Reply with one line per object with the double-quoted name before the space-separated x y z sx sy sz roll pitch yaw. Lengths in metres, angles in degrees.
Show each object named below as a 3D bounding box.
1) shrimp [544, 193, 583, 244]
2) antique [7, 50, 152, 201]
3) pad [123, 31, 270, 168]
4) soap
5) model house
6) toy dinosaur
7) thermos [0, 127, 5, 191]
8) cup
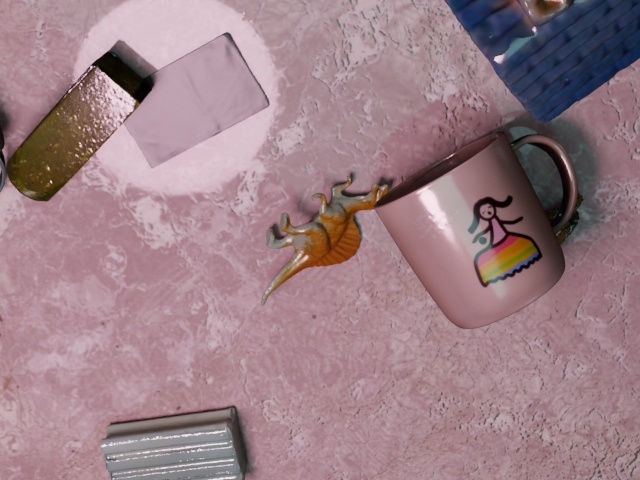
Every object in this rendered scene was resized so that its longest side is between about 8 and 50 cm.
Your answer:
"shrimp" 0.286 -0.001 1.679 0.184 0.043 0.091 -34 101 15
"antique" -0.329 -0.143 1.637 0.081 0.080 0.221 42 109 -10
"pad" -0.177 -0.188 1.657 0.193 0.004 0.116 -27 107 11
"soap" -0.214 0.318 1.809 0.198 0.063 0.115 -7 111 6
"model house" 0.273 -0.410 1.347 0.395 0.400 0.445 -33 104 16
"toy dinosaur" 0.000 -0.002 1.699 0.142 0.057 0.212 7 123 -20
"thermos" -0.551 -0.081 1.648 0.286 0.145 0.182 -25 137 10
"cup" 0.227 -0.024 1.590 0.253 0.191 0.200 -33 96 -9
